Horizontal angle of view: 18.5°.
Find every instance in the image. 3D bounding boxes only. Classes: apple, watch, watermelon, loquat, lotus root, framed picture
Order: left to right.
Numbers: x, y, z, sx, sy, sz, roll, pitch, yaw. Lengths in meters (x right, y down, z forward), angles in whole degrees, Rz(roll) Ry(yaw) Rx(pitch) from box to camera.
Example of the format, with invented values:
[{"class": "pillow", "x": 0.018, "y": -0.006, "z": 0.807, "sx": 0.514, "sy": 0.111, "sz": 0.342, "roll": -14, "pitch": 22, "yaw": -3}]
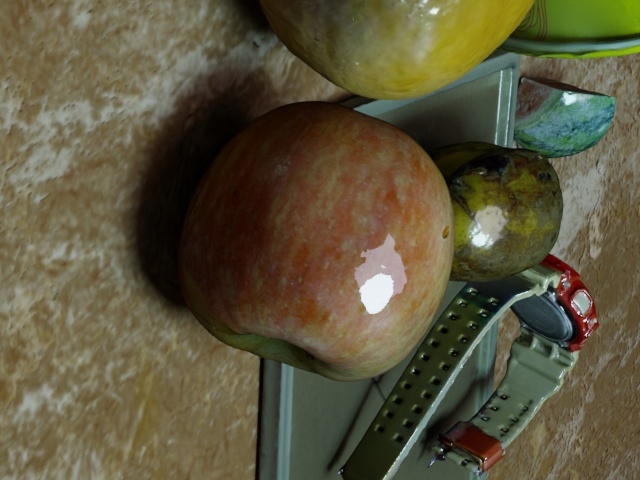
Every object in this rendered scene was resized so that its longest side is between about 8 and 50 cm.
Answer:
[{"class": "apple", "x": 0.000, "y": 0.000, "z": 1.357, "sx": 0.188, "sy": 0.188, "sz": 0.173, "roll": 45, "pitch": 63, "yaw": -54}, {"class": "framed picture", "x": 0.056, "y": 0.080, "z": 1.627, "sx": 0.326, "sy": 0.028, "sz": 0.446, "roll": -23, "pitch": 122, "yaw": -50}, {"class": "loquat", "x": 0.052, "y": -0.210, "z": 1.341, "sx": 0.238, "sy": 0.193, "sz": 0.238, "roll": -32, "pitch": 148, "yaw": -23}, {"class": "watch", "x": 0.128, "y": 0.127, "z": 1.659, "sx": 0.268, "sy": 0.102, "sz": 0.165, "roll": -54, "pitch": 144, "yaw": -14}, {"class": "lotus root", "x": 0.127, "y": -0.022, "z": 1.549, "sx": 0.209, "sy": 0.120, "sz": 0.120, "roll": -9, "pitch": 112, "yaw": -53}, {"class": "watermelon", "x": 0.214, "y": -0.117, "z": 1.736, "sx": 0.084, "sy": 0.092, "sz": 0.072, "roll": 16, "pitch": 52, "yaw": -66}]

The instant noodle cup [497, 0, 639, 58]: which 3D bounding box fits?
[{"class": "instant noodle cup", "x": 0.227, "y": -0.303, "z": 1.495, "sx": 0.311, "sy": 0.311, "sz": 0.221, "roll": -42, "pitch": 126, "yaw": -39}]
